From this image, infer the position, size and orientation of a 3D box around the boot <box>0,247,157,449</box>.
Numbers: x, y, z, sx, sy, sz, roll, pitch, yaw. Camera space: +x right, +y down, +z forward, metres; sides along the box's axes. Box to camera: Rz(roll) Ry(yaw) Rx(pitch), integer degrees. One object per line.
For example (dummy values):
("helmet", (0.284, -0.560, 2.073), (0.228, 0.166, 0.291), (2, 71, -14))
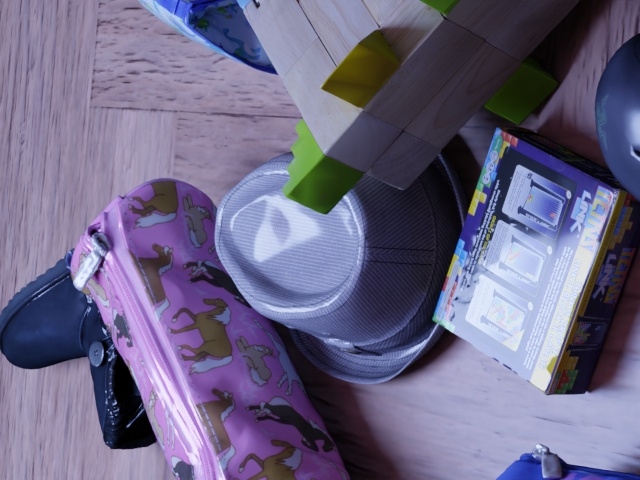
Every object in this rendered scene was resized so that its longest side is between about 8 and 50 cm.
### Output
("boot", (-0.234, 0.126, 1.840), (0.246, 0.094, 0.207), (-41, 54, 33))

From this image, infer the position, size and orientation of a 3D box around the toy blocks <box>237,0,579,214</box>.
("toy blocks", (0.078, -0.237, 1.447), (0.381, 0.191, 0.261), (-47, 46, 21))

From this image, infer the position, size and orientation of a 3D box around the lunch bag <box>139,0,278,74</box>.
("lunch bag", (-0.094, -0.218, 1.657), (0.129, 0.151, 0.096), (35, 114, 47))

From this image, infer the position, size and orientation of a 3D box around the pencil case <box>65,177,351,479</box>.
("pencil case", (-0.098, 0.131, 1.617), (0.386, 0.167, 0.160), (62, 153, 29))

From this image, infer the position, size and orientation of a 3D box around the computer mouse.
("computer mouse", (0.269, -0.060, 1.238), (0.272, 0.072, 0.188), (39, 140, 48))

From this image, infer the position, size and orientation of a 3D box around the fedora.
("fedora", (0.000, 0.000, 1.549), (0.275, 0.124, 0.243), (21, 103, 49))

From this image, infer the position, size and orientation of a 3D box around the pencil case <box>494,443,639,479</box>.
("pencil case", (0.239, 0.218, 1.248), (0.306, 0.119, 0.133), (3, 106, 49))

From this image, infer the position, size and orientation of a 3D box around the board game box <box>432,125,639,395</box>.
("board game box", (0.171, 0.014, 1.403), (0.141, 0.048, 0.170), (33, 112, 44))
